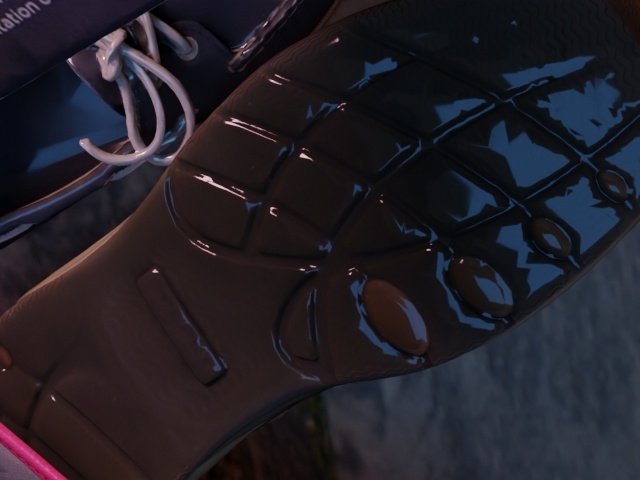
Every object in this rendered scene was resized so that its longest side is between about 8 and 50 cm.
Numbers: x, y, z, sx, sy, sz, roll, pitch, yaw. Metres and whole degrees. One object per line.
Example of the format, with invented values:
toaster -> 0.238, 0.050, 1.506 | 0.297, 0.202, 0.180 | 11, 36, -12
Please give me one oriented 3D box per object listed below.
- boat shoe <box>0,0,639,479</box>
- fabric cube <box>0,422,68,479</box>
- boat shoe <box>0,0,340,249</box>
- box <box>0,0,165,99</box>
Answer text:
boat shoe -> 0.000, 0.000, 0.658 | 0.324, 0.120, 0.122 | -30, 89, 31
fabric cube -> -0.166, 0.243, 0.668 | 0.259, 0.254, 0.258 | 40, 150, 4
boat shoe -> -0.083, -0.072, 0.668 | 0.254, 0.079, 0.095 | -31, 101, 24
box -> -0.103, -0.245, 0.418 | 0.183, 0.296, 0.294 | -23, 127, 40
